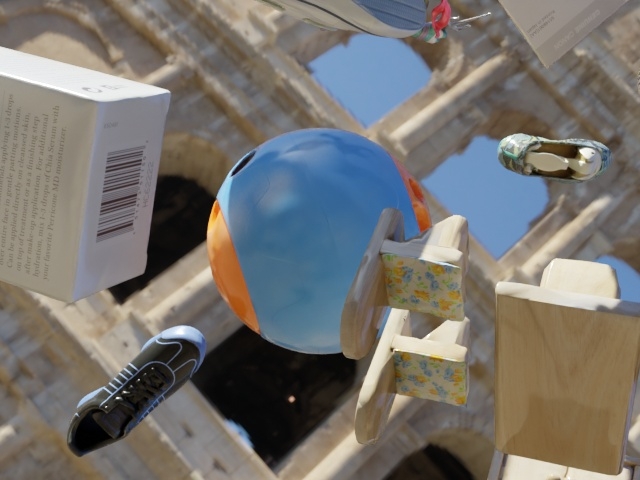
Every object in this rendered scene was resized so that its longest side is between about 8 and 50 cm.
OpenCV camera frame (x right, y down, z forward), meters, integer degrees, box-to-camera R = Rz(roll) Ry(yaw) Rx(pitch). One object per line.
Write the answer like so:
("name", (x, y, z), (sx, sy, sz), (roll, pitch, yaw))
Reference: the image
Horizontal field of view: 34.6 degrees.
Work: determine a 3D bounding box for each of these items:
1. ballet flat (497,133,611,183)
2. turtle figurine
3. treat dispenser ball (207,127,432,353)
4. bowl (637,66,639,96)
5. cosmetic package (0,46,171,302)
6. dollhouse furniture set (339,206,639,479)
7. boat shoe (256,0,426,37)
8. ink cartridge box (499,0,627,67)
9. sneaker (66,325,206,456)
("ballet flat", (0.335, -0.107, 1.419), (0.070, 0.188, 0.070), (-179, -90, -68))
("turtle figurine", (0.099, -0.338, 1.352), (0.234, 0.118, 0.175), (2, -68, 24))
("treat dispenser ball", (0.000, 0.000, 1.313), (0.288, 0.288, 0.288), (33, -36, 28))
("bowl", (0.433, -0.201, 1.118), (0.170, 0.170, 0.080), (30, -21, 31))
("cosmetic package", (-0.418, -0.110, 1.191), (0.453, 0.161, 0.230), (17, -73, 18))
("dollhouse furniture set", (0.208, 0.210, 0.917), (0.362, 0.256, 0.394), (8, -43, 18))
("boat shoe", (0.005, -0.251, 1.010), (0.076, 0.226, 0.083), (-14, -112, 47))
("ink cartridge box", (0.290, -0.394, 1.229), (0.261, 0.296, 0.066), (52, -8, -12))
("sneaker", (-0.247, 0.209, 1.382), (0.081, 0.232, 0.090), (46, 16, -17))
